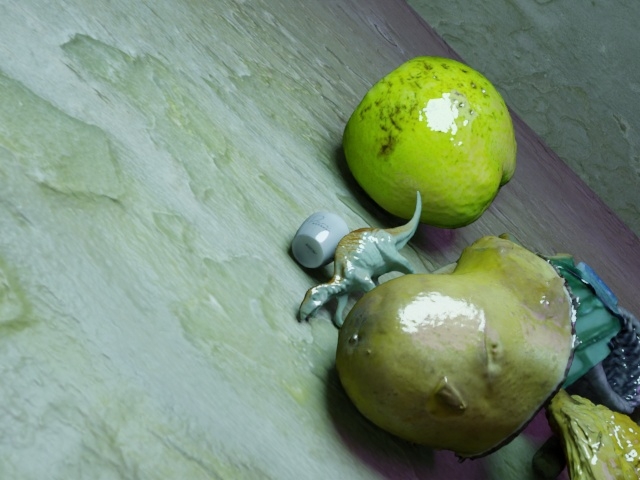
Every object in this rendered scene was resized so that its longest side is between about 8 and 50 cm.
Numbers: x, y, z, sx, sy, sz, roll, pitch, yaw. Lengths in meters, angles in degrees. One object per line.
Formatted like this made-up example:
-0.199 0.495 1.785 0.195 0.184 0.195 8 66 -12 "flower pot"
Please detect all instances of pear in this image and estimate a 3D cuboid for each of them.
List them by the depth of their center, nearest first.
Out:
0.247 -0.199 1.453 0.391 0.391 0.391 32 33 -25 "pear"

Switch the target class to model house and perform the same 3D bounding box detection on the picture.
0.438 0.139 1.373 0.252 0.295 0.329 47 24 6 "model house"

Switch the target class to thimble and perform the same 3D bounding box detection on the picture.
0.622 0.270 1.506 0.217 0.157 0.245 -19 90 -34 "thimble"

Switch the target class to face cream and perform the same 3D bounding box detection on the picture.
0.000 0.000 1.171 0.091 0.091 0.095 48 39 1 "face cream"

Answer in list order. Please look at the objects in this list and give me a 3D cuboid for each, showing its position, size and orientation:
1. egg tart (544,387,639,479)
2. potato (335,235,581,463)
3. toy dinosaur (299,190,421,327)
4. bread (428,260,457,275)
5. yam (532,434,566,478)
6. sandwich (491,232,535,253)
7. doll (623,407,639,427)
0.492 0.394 1.121 0.351 0.153 0.339 62 16 -20 "egg tart"
0.196 0.124 1.040 0.296 0.290 0.397 33 74 -27 "potato"
0.115 0.037 1.181 0.205 0.092 0.393 51 59 -25 "toy dinosaur"
0.284 0.091 1.462 0.073 0.053 0.214 52 33 16 "bread"
0.493 0.412 1.346 0.253 0.061 0.061 -8 60 -55 "yam"
0.519 0.128 1.671 0.254 0.099 0.288 28 35 -42 "sandwich"
0.767 0.374 1.630 0.174 0.235 0.330 -3 31 1 "doll"
